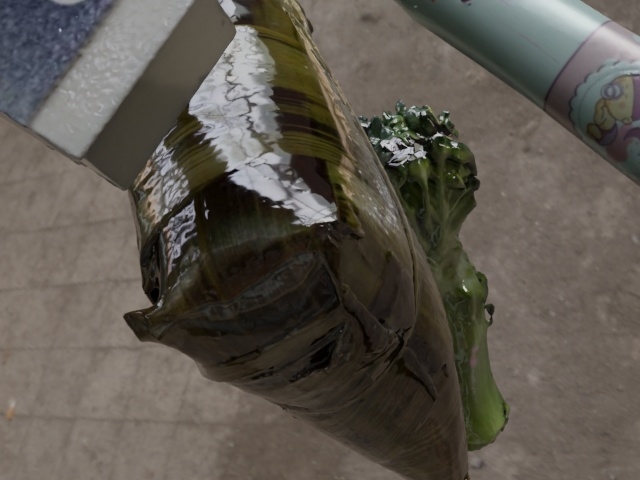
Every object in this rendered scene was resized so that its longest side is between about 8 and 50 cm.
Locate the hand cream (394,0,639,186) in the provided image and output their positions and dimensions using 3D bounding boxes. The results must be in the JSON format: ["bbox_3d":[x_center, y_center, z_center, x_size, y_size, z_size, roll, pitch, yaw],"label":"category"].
[{"bbox_3d":[0.152,-0.081,0.545,0.331,0.058,0.085,40,90,19],"label":"hand cream"}]

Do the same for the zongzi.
[{"bbox_3d":[0.000,0.000,0.611,0.134,0.288,0.286,-28,45,16],"label":"zongzi"}]

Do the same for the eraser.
[{"bbox_3d":[-0.145,-0.108,0.448,0.212,0.046,0.092,32,83,23],"label":"eraser"}]

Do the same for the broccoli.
[{"bbox_3d":[0.082,0.041,0.838,0.165,0.304,0.145,-27,17,-7],"label":"broccoli"}]
